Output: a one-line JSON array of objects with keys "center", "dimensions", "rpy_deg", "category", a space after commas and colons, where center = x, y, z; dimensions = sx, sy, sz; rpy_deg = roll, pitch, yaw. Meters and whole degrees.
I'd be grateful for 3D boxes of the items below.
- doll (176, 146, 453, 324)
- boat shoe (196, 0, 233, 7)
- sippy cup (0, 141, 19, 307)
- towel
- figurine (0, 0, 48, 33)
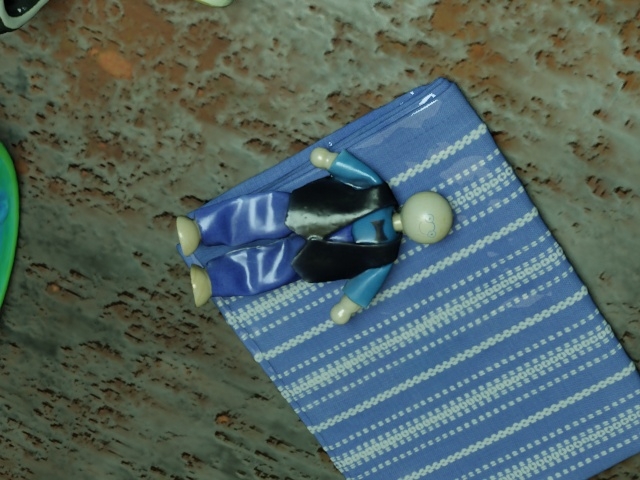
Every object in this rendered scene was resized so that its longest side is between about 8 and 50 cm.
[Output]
[{"center": [0.000, 0.000, 1.083], "dimensions": [0.189, 0.046, 0.129], "rpy_deg": [-12, 103, 2], "category": "doll"}, {"center": [-0.125, -0.250, 1.012], "dimensions": [0.223, 0.080, 0.073], "rpy_deg": [44, 117, -7], "category": "boat shoe"}, {"center": [-0.366, 0.003, 1.092], "dimensions": [0.224, 0.306, 0.240], "rpy_deg": [18, 159, 11], "category": "sippy cup"}, {"center": [0.078, 0.067, 1.153], "dimensions": [0.243, 0.040, 0.336], "rpy_deg": [-29, 108, 16], "category": "towel"}, {"center": [-0.273, -0.256, 0.963], "dimensions": [0.209, 0.092, 0.215], "rpy_deg": [20, 134, 14], "category": "figurine"}]
